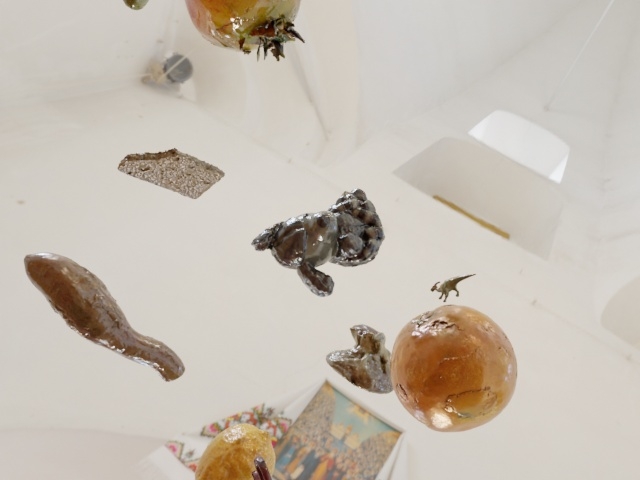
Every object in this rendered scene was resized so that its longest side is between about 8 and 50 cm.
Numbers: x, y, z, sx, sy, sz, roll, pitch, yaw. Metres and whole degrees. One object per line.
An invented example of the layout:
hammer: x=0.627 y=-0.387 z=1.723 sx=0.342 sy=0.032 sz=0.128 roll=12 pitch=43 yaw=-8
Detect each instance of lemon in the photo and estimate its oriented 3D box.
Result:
lemon: x=-0.168 y=0.446 z=1.102 sx=0.142 sy=0.187 sz=0.142 roll=43 pitch=-20 yaw=19

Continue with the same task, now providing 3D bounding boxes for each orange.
orange: x=0.258 y=0.249 z=1.095 sx=0.246 sy=0.246 sz=0.246 roll=11 pitch=-64 yaw=23

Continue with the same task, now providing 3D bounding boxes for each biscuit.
biscuit: x=-0.367 y=-0.176 z=1.392 sx=0.131 sy=0.237 sz=0.026 roll=-35 pitch=-127 yaw=30

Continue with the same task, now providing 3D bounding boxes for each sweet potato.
sweet potato: x=-0.421 y=0.158 z=1.103 sx=0.109 sy=0.109 sz=0.385 roll=-34 pitch=-71 yaw=35

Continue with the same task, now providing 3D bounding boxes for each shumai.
shumai: x=0.127 y=0.313 z=1.512 sx=0.210 sy=0.161 sz=0.152 roll=25 pitch=-92 yaw=-12

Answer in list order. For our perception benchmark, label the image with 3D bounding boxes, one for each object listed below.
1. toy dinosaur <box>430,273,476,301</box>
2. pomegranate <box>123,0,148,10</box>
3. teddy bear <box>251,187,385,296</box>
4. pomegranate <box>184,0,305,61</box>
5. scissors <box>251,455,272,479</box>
toy dinosaur: x=0.246 y=0.089 z=1.051 sx=0.026 sy=0.041 sz=0.113 roll=18 pitch=-24 yaw=-27
pomegranate: x=-0.133 y=-0.241 z=0.338 sx=0.198 sy=0.198 sz=0.245 roll=-4 pitch=-105 yaw=29
teddy bear: x=0.016 y=0.007 z=1.057 sx=0.171 sy=0.251 sz=0.144 roll=59 pitch=-40 yaw=12
pomegranate: x=-0.127 y=-0.420 z=0.960 sx=0.210 sy=0.210 sz=0.235 roll=-40 pitch=-101 yaw=35
scissors: x=-0.057 y=0.483 z=0.917 sx=0.247 sy=0.017 sz=0.144 roll=60 pitch=-23 yaw=28
